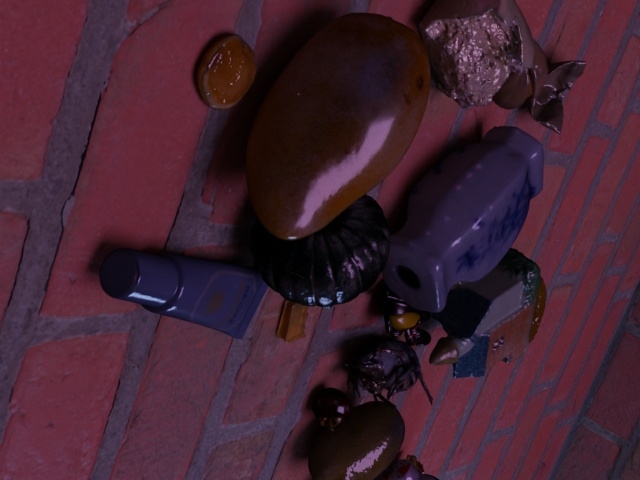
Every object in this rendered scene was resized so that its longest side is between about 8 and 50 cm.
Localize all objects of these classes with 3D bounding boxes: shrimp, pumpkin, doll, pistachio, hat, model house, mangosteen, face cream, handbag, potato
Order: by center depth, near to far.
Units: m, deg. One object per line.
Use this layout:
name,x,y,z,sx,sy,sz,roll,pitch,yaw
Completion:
face cream,-0.185,0.075,1.370,0.135,0.086,0.385,-63,153,3
pumpkin,0.000,0.000,1.441,0.220,0.220,0.162,-48,160,-21
handbag,-0.046,0.142,1.665,0.061,0.027,0.083,-14,124,-50
pistachio,0.396,-0.339,1.849,0.124,0.124,0.185,-48,162,-21
mangosteen,0.020,0.340,1.862,0.081,0.081,0.081,-34,139,-36
shrimp,0.151,0.277,1.907,0.372,0.172,0.137,-10,103,-70
potato,0.069,0.437,1.918,0.251,0.159,0.174,-42,165,-39
doll,0.180,0.150,1.940,0.088,0.127,0.249,-31,146,12
model house,0.323,0.181,2.071,0.325,0.194,0.267,-30,135,-36
hat,0.524,-0.340,2.086,0.173,0.144,0.166,-120,-130,-76

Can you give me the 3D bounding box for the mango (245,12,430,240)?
mango,0.021,-0.166,1.336,0.384,0.221,0.199,-62,-174,-16

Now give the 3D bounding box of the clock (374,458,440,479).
clock,0.166,0.564,1.971,0.189,0.254,0.189,28,53,-45

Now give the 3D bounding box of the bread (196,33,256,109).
bread,-0.128,-0.232,1.261,0.110,0.024,0.110,-33,138,-36

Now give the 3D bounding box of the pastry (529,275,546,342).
pastry,0.496,0.169,2.356,0.240,0.132,0.235,16,102,-59

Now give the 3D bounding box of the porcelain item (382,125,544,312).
porcelain item,0.293,-0.054,1.854,0.405,0.178,0.242,-46,144,-28

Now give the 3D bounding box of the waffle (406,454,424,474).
waffle,0.186,0.667,2.256,0.283,0.065,0.309,108,7,-62

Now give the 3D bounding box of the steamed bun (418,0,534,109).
steamed bun,0.283,-0.353,1.618,0.200,0.170,0.225,-56,147,0
